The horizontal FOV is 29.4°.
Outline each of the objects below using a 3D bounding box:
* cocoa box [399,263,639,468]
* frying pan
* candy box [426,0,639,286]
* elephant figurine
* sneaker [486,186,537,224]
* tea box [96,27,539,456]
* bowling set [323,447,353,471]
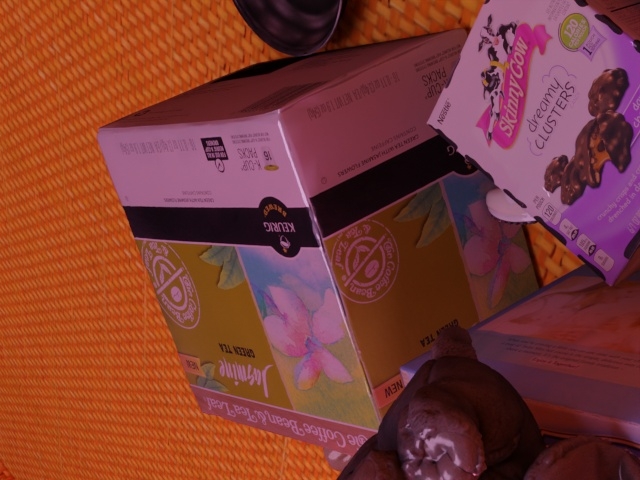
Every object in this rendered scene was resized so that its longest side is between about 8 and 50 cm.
[{"bbox_3d":[0.267,0.167,0.873,0.347,0.231,0.228,6,116,54],"label":"cocoa box"},{"bbox_3d":[-0.052,-0.332,1.132,0.197,0.053,0.326,9,119,53],"label":"frying pan"},{"bbox_3d":[0.190,-0.095,0.874,0.196,0.070,0.165,45,134,24],"label":"candy box"},{"bbox_3d":[0.127,0.194,0.747,0.239,0.186,0.169,37,178,3],"label":"elephant figurine"},{"bbox_3d":[0.198,-0.054,0.986,0.161,0.057,0.075,3,105,53],"label":"sneaker"},{"bbox_3d":[0.000,0.000,1.149,0.329,0.220,0.323,2,116,55],"label":"tea box"},{"bbox_3d":[0.139,0.262,1.263,0.154,0.200,0.287,-26,97,17],"label":"bowling set"}]
